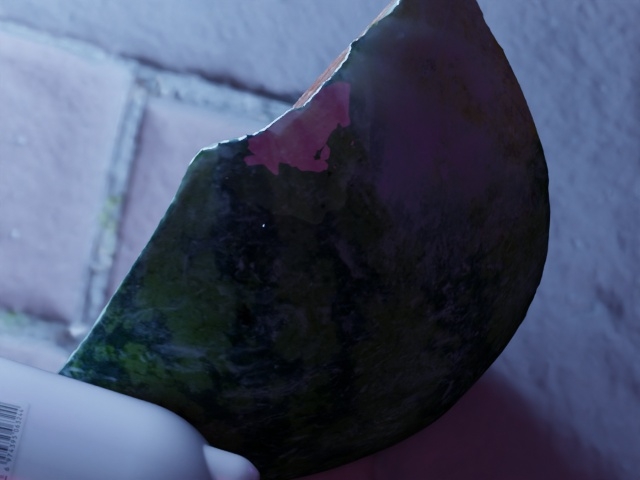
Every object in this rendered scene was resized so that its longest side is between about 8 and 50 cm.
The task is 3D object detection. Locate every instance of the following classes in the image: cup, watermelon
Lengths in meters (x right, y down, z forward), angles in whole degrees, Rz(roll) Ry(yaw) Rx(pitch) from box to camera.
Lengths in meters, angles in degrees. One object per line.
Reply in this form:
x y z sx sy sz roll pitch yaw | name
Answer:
-0.114 0.155 0.876 0.142 0.134 0.173 17 75 -3 | cup
0.000 0.000 0.948 0.256 0.260 0.176 -1 58 -31 | watermelon
